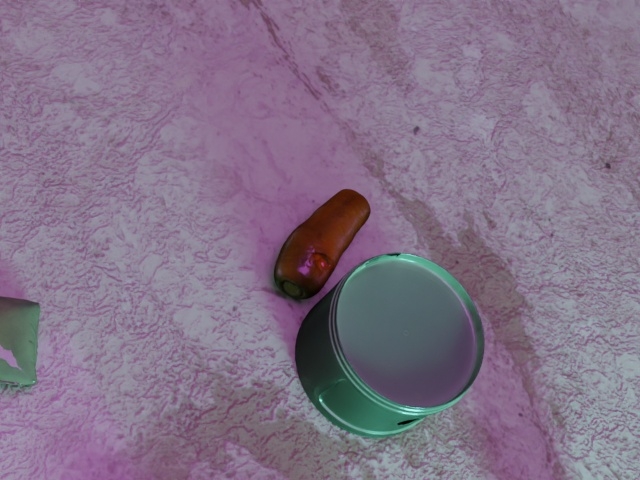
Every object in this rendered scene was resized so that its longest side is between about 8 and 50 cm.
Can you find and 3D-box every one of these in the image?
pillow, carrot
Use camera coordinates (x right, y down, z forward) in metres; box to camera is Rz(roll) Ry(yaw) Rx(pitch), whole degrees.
[{"bbox_3d":[-0.446,0.117,1.147,0.208,0.053,0.119,6,66,-25],"label":"pillow"},{"bbox_3d":[0.000,0.000,1.383,0.087,0.087,0.193,35,55,-4],"label":"carrot"}]

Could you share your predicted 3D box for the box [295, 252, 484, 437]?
[{"bbox_3d":[0.094,0.145,1.312,0.226,0.149,0.226,9,63,-18],"label":"box"}]
